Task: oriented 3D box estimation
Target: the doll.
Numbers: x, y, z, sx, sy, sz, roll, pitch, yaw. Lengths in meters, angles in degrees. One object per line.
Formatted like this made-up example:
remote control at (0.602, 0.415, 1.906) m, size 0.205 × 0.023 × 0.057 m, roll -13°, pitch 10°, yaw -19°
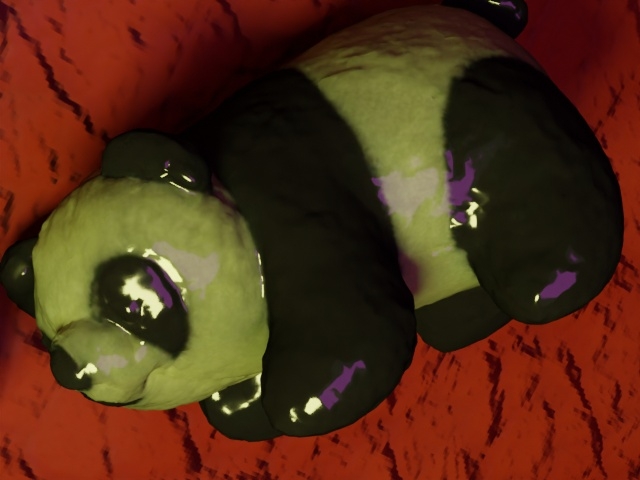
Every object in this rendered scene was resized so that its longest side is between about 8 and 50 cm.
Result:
doll at (0.001, 0.000, 0.603) m, size 0.234 × 0.143 × 0.135 m, roll -28°, pitch 87°, yaw -19°
